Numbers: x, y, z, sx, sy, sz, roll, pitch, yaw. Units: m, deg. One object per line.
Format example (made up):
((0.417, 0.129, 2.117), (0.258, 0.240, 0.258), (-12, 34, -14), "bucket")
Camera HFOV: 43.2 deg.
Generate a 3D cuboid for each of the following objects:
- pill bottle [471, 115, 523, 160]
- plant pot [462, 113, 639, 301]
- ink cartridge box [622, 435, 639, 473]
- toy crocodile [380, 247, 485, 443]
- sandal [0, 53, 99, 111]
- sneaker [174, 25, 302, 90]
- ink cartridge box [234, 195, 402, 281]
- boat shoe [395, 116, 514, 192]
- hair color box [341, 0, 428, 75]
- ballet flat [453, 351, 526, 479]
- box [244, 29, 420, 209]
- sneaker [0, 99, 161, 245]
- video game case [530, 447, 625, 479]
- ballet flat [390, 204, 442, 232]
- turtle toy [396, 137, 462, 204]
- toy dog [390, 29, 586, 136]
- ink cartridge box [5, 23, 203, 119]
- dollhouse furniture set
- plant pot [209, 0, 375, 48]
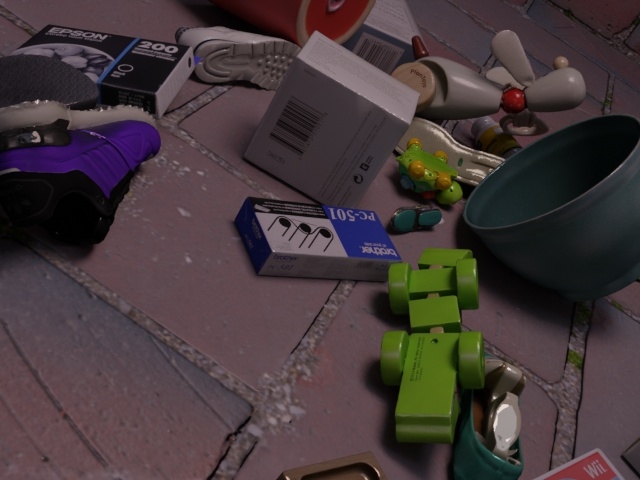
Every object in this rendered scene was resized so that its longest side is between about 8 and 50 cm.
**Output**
((0.338, -0.184, 1.547), (0.065, 0.065, 0.116), (3, 43, -37), "pill bottle")
((0.397, -0.032, 1.246), (0.196, 0.293, 0.293), (55, 30, -16), "plant pot")
((0.573, 0.291, 1.087), (0.289, 0.122, 0.211), (-11, 53, -47), "ink cartridge box")
((0.141, 0.115, 0.982), (0.115, 0.105, 0.341), (-5, 35, 14), "toy crocodile")
((-0.378, -0.150, 0.906), (0.254, 0.054, 0.097), (-17, 59, -29), "sandal")
((-0.120, -0.306, 1.312), (0.235, 0.090, 0.095), (0, 35, -43), "sneaker")
((0.000, 0.000, 1.051), (0.207, 0.046, 0.097), (5, 44, -36), "ink cartridge box")
((0.216, -0.141, 1.404), (0.233, 0.084, 0.079), (26, -5, 1), "boat shoe")
((0.078, -0.464, 1.645), (0.185, 0.114, 0.375), (17, 37, -23), "hair color box")
((0.205, 0.194, 0.938), (0.083, 0.087, 0.247), (31, 33, -7), "ballet flat")
((0.017, -0.164, 1.150), (0.181, 0.181, 0.119), (30, 34, -5), "box")
((-0.259, -0.067, 0.885), (0.293, 0.102, 0.146), (-21, 95, -71), "sneaker")
((0.344, 0.373, 0.882), (0.204, 0.025, 0.285), (-5, 49, -43), "video game case")
((0.135, -0.035, 1.223), (0.114, 0.041, 0.041), (-5, 49, -44), "ballet flat")
((0.177, -0.102, 1.308), (0.130, 0.066, 0.095), (24, 34, -14), "turtle toy")
((0.275, -0.291, 1.416), (0.333, 0.220, 0.161), (1, 80, -8), "toy dog")
((-0.279, -0.236, 1.066), (0.206, 0.045, 0.208), (10, 34, 3), "ink cartridge box")
((0.069, 0.241, 0.732), (0.144, 0.123, 0.151), (0, 45, -40), "dollhouse furniture set")
((-0.046, -0.465, 1.378), (0.243, 0.275, 0.275), (44, 35, 24), "plant pot")
